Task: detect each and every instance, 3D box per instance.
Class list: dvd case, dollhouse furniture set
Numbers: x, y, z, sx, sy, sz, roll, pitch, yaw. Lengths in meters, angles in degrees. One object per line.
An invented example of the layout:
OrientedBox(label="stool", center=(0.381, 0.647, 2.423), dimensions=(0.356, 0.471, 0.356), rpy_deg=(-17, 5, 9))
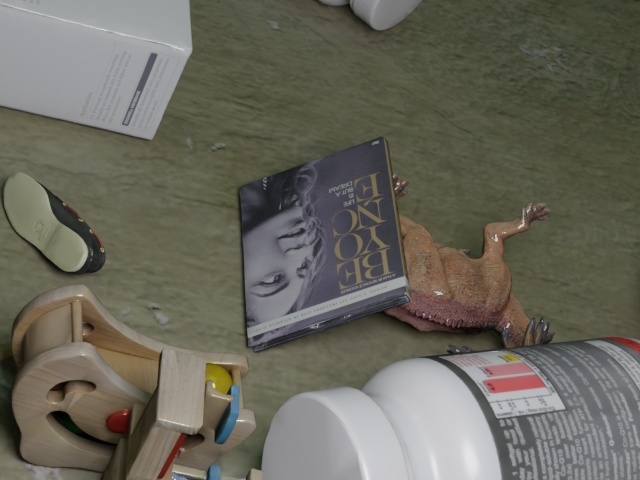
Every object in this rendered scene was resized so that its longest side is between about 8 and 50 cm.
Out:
OrientedBox(label="dvd case", center=(0.000, 0.000, 1.666), dimensions=(0.164, 0.018, 0.221), rpy_deg=(-19, 45, 13))
OrientedBox(label="dollhouse furniture set", center=(-0.098, 0.206, 1.352), dimensions=(0.129, 0.184, 0.129), rpy_deg=(15, 42, -15))

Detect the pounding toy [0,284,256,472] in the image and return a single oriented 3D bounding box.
OrientedBox(label="pounding toy", center=(-0.192, 0.094, 1.438), dimensions=(0.269, 0.154, 0.155), rpy_deg=(10, 44, -21))

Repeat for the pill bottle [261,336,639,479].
OrientedBox(label="pill bottle", center=(0.147, 0.200, 1.475), dimensions=(0.362, 0.210, 0.210), rpy_deg=(-3, 49, -32))

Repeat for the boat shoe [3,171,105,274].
OrientedBox(label="boat shoe", center=(-0.256, -0.015, 1.604), dimensions=(0.133, 0.049, 0.042), rpy_deg=(44, 14, 27))

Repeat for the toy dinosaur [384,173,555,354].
OrientedBox(label="toy dinosaur", center=(0.125, 0.056, 1.688), dimensions=(0.295, 0.127, 0.200), rpy_deg=(14, 49, -9))

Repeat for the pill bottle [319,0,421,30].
OrientedBox(label="pill bottle", center=(0.010, -0.383, 2.047), dimensions=(0.272, 0.152, 0.152), rpy_deg=(45, 43, 19))

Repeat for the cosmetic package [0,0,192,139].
OrientedBox(label="cosmetic package", center=(-0.264, -0.246, 1.763), dimensions=(0.224, 0.138, 0.224), rpy_deg=(13, 43, -19))
